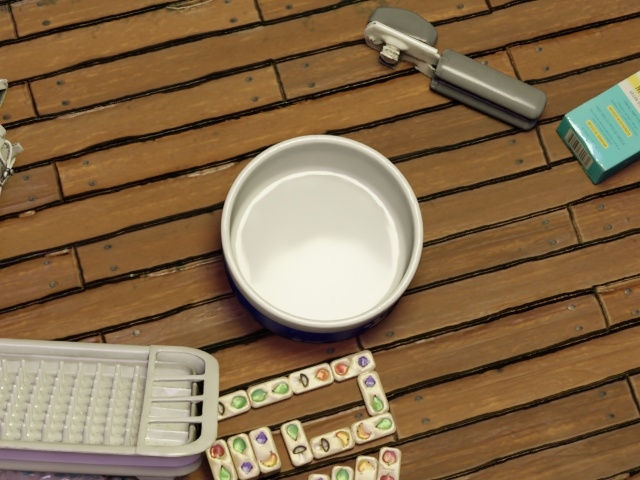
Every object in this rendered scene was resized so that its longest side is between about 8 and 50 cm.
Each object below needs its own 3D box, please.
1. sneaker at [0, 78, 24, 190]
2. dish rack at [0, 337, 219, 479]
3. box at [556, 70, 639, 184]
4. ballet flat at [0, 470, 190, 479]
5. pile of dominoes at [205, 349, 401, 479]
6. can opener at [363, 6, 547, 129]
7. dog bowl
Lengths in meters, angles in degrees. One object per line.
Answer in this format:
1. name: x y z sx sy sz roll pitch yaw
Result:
1. sneaker: -0.450 -0.101 1.913 0.115 0.105 0.281 -9 73 -7
2. dish rack: -0.293 0.212 1.770 0.332 0.285 0.072 4 112 -5
3. box: 0.462 -0.184 2.035 0.244 0.060 0.100 -31 77 -13
4. ballet flat: -0.365 0.311 1.795 0.408 0.147 0.147 6 72 1
5. pile of dominoes: -0.020 0.264 1.865 0.251 0.040 0.196 -18 74 -9
6. can opener: 0.188 -0.248 2.026 0.280 0.074 0.093 28 72 5
7. dog bowl: 0.000 0.000 1.917 0.264 0.104 0.265 1 73 -4
